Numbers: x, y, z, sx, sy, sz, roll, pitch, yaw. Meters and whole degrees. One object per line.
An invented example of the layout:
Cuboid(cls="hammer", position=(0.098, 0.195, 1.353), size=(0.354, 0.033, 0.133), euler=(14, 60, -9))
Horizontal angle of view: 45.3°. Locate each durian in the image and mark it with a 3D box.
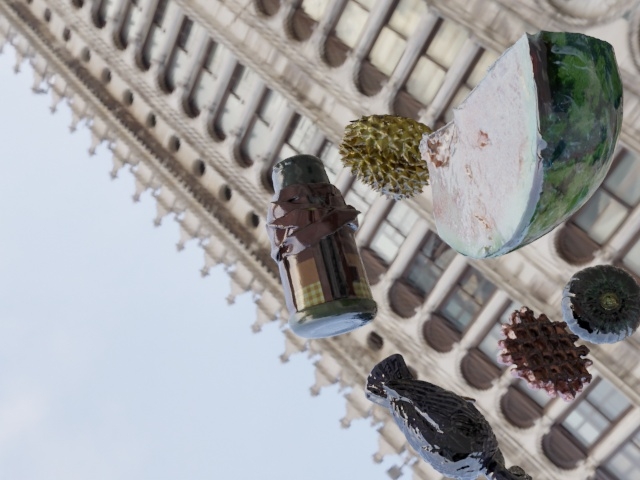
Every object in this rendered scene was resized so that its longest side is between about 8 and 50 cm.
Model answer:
Cuboid(cls="durian", position=(0.145, -0.163, 1.562), size=(0.249, 0.138, 0.183), euler=(25, 165, -38))

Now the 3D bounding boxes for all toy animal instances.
Cuboid(cls="toy animal", position=(0.207, 0.303, 1.239), size=(0.298, 0.122, 0.185), euler=(40, -170, -7))

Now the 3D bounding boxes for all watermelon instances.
Cuboid(cls="watermelon", position=(0.211, -0.102, 0.796), size=(0.180, 0.305, 0.224), euler=(30, -108, -1))

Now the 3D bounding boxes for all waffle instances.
Cuboid(cls="waffle", position=(0.520, 0.264, 1.772), size=(0.234, 0.055, 0.221), euler=(29, -133, 7))

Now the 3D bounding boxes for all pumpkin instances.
Cuboid(cls="pumpkin", position=(0.692, 0.156, 1.879), size=(0.202, 0.202, 0.140), euler=(37, 175, 13))

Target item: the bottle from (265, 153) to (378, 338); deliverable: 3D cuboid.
Cuboid(cls="bottle", position=(0.000, 0.000, 1.140), size=(0.156, 0.143, 0.271), euler=(14, -123, -53))
